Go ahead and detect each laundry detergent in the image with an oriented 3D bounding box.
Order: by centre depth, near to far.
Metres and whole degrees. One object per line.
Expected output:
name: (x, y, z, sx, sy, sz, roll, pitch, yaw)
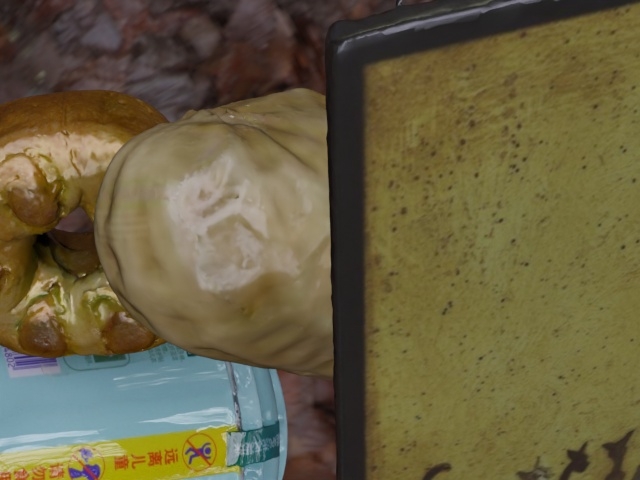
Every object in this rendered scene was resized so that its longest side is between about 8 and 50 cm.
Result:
laundry detergent: (-0.203, 0.173, 1.525, 0.305, 0.287, 0.287, -4, 86, -28)

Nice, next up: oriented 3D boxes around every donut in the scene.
donut: (-0.189, -0.011, 1.323, 0.226, 0.227, 0.114, 20, 35, -20)

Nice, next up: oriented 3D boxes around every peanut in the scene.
peanut: (0.000, 0.000, 1.193, 0.387, 0.169, 0.192, 15, 69, -51)

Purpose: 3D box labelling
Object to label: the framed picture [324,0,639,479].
framed picture: (0.126, 0.038, 0.532, 0.255, 0.339, 0.014, -14, 48, -11)
